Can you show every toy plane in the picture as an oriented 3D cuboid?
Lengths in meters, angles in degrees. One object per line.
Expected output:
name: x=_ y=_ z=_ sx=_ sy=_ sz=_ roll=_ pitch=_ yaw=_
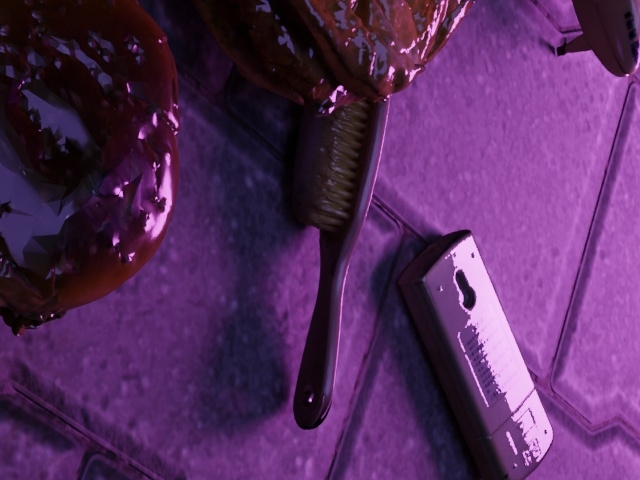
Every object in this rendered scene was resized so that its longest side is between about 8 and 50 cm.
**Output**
toy plane: x=0.261 y=-0.283 z=1.917 sx=0.242 sy=0.104 sz=0.256 roll=-9 pitch=93 yaw=-51

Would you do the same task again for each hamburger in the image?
hamburger: x=-0.212 y=-0.062 z=1.341 sx=0.243 sy=0.146 sz=0.286 roll=50 pitch=54 yaw=-25
hamburger: x=0.007 y=-0.241 z=1.595 sx=0.283 sy=0.144 sz=0.259 roll=-45 pitch=116 yaw=-47

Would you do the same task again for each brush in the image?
brush: x=-0.002 y=0.000 z=1.633 sx=0.067 sy=0.072 sz=0.313 roll=15 pitch=77 yaw=-22

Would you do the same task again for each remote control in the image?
remote control: x=0.144 y=0.109 z=1.796 sx=0.098 sy=0.038 sz=0.233 roll=-41 pitch=115 yaw=-43
